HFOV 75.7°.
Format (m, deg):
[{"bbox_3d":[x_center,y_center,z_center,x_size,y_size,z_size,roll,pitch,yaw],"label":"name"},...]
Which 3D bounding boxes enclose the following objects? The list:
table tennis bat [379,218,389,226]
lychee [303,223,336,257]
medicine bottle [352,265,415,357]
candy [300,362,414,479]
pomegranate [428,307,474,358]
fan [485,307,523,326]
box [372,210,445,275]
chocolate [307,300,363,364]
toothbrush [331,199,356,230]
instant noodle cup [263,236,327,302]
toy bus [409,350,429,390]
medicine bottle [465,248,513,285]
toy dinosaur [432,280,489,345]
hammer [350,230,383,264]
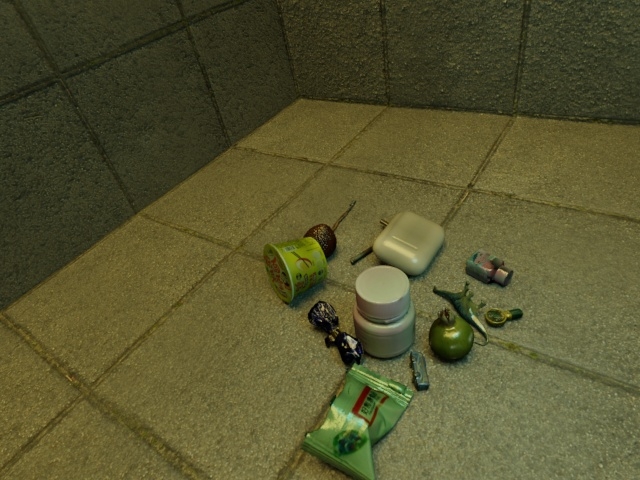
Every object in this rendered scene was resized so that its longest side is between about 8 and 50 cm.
[{"bbox_3d":[0.422,-0.055,2.254,0.131,0.022,0.234,-29,50,-34],"label":"table tennis bat"},{"bbox_3d":[0.002,0.005,2.207,0.194,0.194,0.194,-8,40,7],"label":"lychee"},{"bbox_3d":[0.257,0.287,1.673,0.256,0.325,0.256,-6,37,5],"label":"medicine bottle"},{"bbox_3d":[0.145,0.620,1.457,0.263,0.172,0.398,31,40,14],"label":"candy"},{"bbox_3d":[0.506,0.370,1.610,0.179,0.210,0.179,-12,59,21],"label":"pomegranate"},{"bbox_3d":[0.768,0.318,1.721,0.155,0.039,0.082,-12,38,2],"label":"fan"},{"bbox_3d":[0.449,0.007,2.078,0.288,0.141,0.349,29,53,20],"label":"box"},{"bbox_3d":[0.076,0.409,1.760,0.148,0.126,0.343,-55,45,11],"label":"chocolate"},{"bbox_3d":[0.139,-0.151,2.473,0.031,0.023,0.321,5,41,32],"label":"toothbrush"},{"bbox_3d":[-0.117,0.128,2.025,0.221,0.311,0.311,-20,38,-25],"label":"instant noodle cup"},{"bbox_3d":[0.382,0.505,1.602,0.061,0.051,0.153,3,40,0],"label":"toy bus"},{"bbox_3d":[0.779,0.131,1.898,0.119,0.094,0.188,-34,43,-25],"label":"medicine bottle"},{"bbox_3d":[0.623,0.275,1.768,0.076,0.147,0.363,13,28,-36],"label":"toy dinosaur"},{"bbox_3d":[0.272,0.044,2.196,0.287,0.033,0.111,-31,42,-20],"label":"hammer"}]
